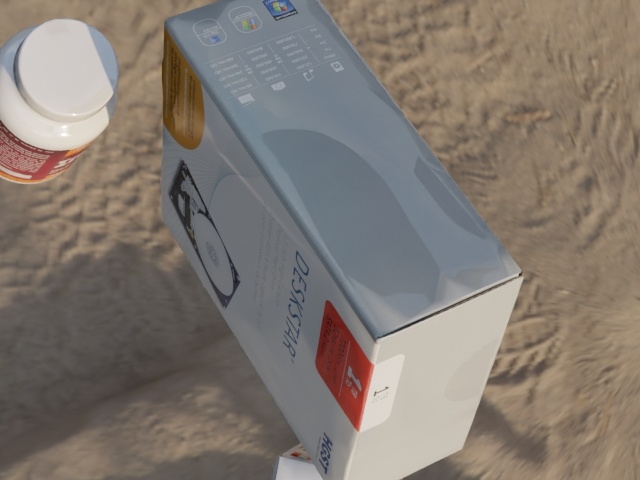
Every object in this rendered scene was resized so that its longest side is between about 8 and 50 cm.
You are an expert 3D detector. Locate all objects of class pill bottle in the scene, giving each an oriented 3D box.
[{"bbox_3d":[-0.185,-0.094,0.985,0.086,0.152,0.086,4,78,-21],"label":"pill bottle"}]

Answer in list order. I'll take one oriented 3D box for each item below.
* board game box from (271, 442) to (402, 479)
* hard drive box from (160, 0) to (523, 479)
[{"bbox_3d":[0.008,0.247,1.181,0.053,0.305,0.192,12,94,13],"label":"board game box"},{"bbox_3d":[0.000,0.000,0.820,0.089,0.181,0.232,-22,58,-21],"label":"hard drive box"}]
